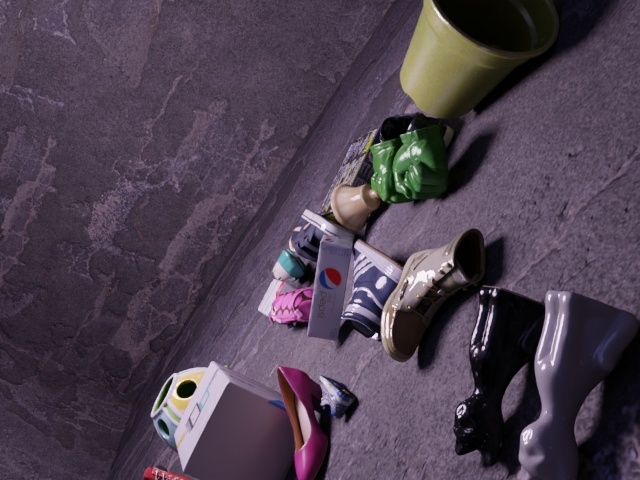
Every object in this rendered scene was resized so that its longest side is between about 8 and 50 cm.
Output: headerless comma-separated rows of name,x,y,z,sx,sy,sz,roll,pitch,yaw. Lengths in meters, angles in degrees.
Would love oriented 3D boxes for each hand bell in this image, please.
hand bell,0.150,-0.119,1.585,0.242,0.126,0.126,-25,36,45

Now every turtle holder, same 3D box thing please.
turtle holder,-0.302,0.447,1.711,0.243,0.227,0.320,-64,15,-18

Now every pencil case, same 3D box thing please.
pencil case,-0.063,0.175,1.706,0.098,0.095,0.209,-28,0,-23

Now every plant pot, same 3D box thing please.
plant pot,0.287,-0.391,1.335,0.254,0.276,0.276,122,170,-57

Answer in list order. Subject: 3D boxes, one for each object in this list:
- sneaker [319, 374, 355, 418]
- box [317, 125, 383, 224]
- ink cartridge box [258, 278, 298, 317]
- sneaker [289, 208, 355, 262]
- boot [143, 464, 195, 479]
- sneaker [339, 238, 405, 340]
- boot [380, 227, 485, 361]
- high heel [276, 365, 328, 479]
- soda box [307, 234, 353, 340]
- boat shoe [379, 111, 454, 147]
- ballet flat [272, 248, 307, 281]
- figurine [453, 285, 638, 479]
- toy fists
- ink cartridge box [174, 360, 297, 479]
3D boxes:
sneaker,0.019,0.299,1.265,0.058,0.052,0.135,-65,14,-2
box,0.098,-0.180,1.907,0.270,0.060,0.216,-64,16,-14
ink cartridge box,-0.122,0.179,1.948,0.109,0.063,0.150,-62,14,-7
sneaker,0.000,0.000,1.765,0.127,0.126,0.321,-63,12,1
boot,-0.354,0.625,1.650,0.088,0.176,0.244,-64,16,-22
sneaker,0.095,0.096,1.305,0.153,0.099,0.282,-58,17,2
boot,0.184,0.087,1.069,0.165,0.077,0.213,-33,28,57
high heel,-0.047,0.346,1.261,0.082,0.117,0.244,-50,18,36
soda box,0.021,0.102,1.425,0.074,0.069,0.216,-70,-11,-74
boat shoe,0.200,-0.254,1.590,0.127,0.113,0.340,-59,14,6
ballet flat,-0.090,0.083,1.877,0.087,0.083,0.247,-41,-8,-1
figurine,0.236,0.166,0.746,0.209,0.092,0.215,-71,17,-8
toy fists,0.181,-0.149,1.395,0.279,0.096,0.142,176,79,-70
ink cartridge box,-0.178,0.406,1.430,0.197,0.198,0.270,-63,14,-8
